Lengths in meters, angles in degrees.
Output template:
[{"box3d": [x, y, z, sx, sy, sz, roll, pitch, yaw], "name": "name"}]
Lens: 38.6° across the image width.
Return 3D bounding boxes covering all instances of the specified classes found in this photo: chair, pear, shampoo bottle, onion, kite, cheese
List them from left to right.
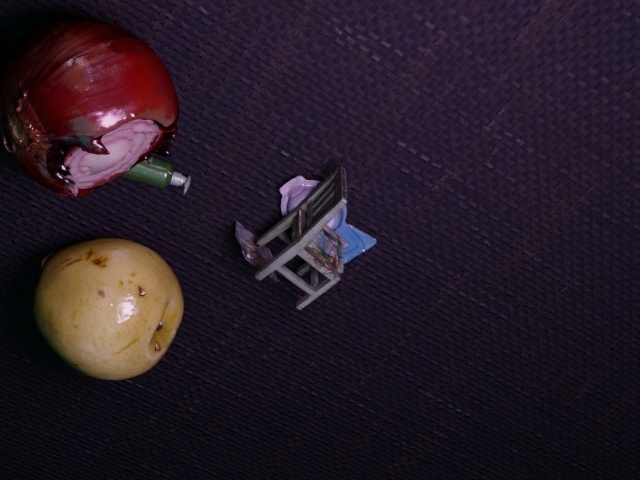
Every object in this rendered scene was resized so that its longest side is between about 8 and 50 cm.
[{"box3d": [-0.442, -0.247, 1.683, 0.341, 0.341, 0.341, -1, 124, -1], "name": "onion"}, {"box3d": [-0.454, 0.143, 1.954, 0.309, 0.309, 0.309, -1, 124, -1], "name": "pear"}, {"box3d": [-0.368, -0.148, 1.891, 0.205, 0.065, 0.065, 17, 122, -12], "name": "shampoo bottle"}, {"box3d": [-0.105, 0.056, 2.006, 0.015, 0.141, 0.245, -34, 127, 16], "name": "kite"}, {"box3d": [0.000, 0.000, 1.893, 0.147, 0.136, 0.270, 38, 117, -25], "name": "chair"}, {"box3d": [0.007, -0.045, 1.977, 0.135, 0.052, 0.244, -32, 120, 22], "name": "cheese"}]

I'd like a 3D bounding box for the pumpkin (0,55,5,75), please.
[{"box3d": [-0.689, -0.296, 1.740, 0.219, 0.162, 0.219, 0, 98, -1], "name": "pumpkin"}]
